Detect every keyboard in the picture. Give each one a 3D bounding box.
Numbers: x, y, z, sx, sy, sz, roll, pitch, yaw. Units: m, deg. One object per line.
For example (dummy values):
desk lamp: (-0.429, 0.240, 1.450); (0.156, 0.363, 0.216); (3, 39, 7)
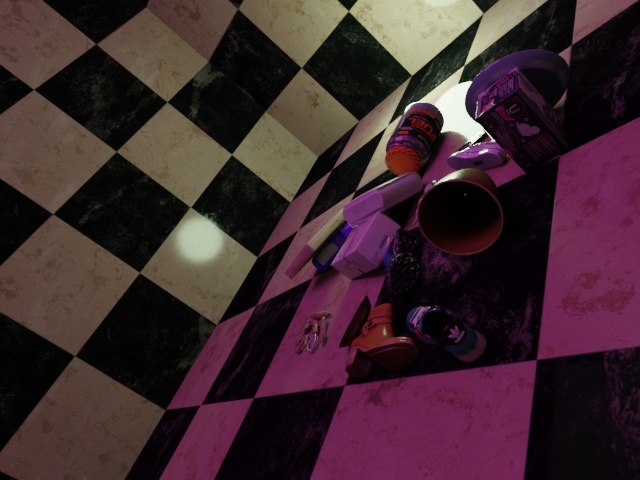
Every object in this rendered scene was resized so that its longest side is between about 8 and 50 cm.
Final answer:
keyboard: (0.589, -0.367, 1.811); (0.180, 0.023, 0.108); (-45, 11, 25)

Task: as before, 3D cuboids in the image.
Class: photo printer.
photo printer: (0.276, -0.186, 1.938); (0.307, 0.107, 0.256); (-28, 0, -37)

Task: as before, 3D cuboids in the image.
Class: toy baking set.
toy baking set: (-0.026, 0.376, 1.861); (0.256, 0.030, 0.197); (-27, 32, 55)

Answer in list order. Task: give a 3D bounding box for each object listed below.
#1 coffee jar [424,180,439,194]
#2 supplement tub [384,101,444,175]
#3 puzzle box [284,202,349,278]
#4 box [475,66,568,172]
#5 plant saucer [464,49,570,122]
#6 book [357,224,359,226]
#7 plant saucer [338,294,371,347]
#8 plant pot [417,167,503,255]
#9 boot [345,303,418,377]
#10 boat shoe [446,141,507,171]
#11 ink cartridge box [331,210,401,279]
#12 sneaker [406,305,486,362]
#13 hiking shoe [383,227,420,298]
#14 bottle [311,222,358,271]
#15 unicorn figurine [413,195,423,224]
coffee jar: (0.432, -0.141, 1.611); (0.079, 0.096, 0.184); (-48, 17, 22)
supplement tub: (0.435, -0.471, 2.120); (0.207, 0.207, 0.338); (-26, 30, 55)
puzzle box: (0.000, 0.000, 2.230); (0.409, 0.052, 0.272); (-45, -4, -42)
box: (0.602, -0.359, 1.351); (0.142, 0.247, 0.163); (-33, 24, 43)
plant saucer: (0.628, -0.462, 1.448); (0.317, 0.317, 0.044); (-35, 47, 44)
book: (0.162, -0.072, 2.318); (0.144, 0.035, 0.096); (-55, 13, -7)
plant saucer: (0.124, 0.280, 1.525); (0.199, 0.036, 0.199); (-56, -14, -22)
plant pot: (0.442, -0.117, 1.371); (0.237, 0.237, 0.254); (-38, 6, 39)
boot: (0.198, 0.282, 1.356); (0.283, 0.109, 0.220); (-45, 12, 47)
boat shoe: (0.569, -0.304, 1.631); (0.084, 0.095, 0.258); (-51, 26, -15)
ink cartridge box: (0.178, 0.024, 1.826); (0.207, 0.117, 0.283); (-57, 6, -21)
sneaker: (0.294, 0.212, 1.175); (0.108, 0.121, 0.302); (-53, 16, -8)
hiking shoe: (0.272, 0.099, 1.558); (0.304, 0.113, 0.132); (-68, 1, -47)
bottle: (0.076, 0.025, 2.214); (0.283, 0.092, 0.118); (-49, 8, 9)
unicorn figurine: (0.383, -0.107, 1.694); (0.111, 0.060, 0.162); (99, 171, -49)
